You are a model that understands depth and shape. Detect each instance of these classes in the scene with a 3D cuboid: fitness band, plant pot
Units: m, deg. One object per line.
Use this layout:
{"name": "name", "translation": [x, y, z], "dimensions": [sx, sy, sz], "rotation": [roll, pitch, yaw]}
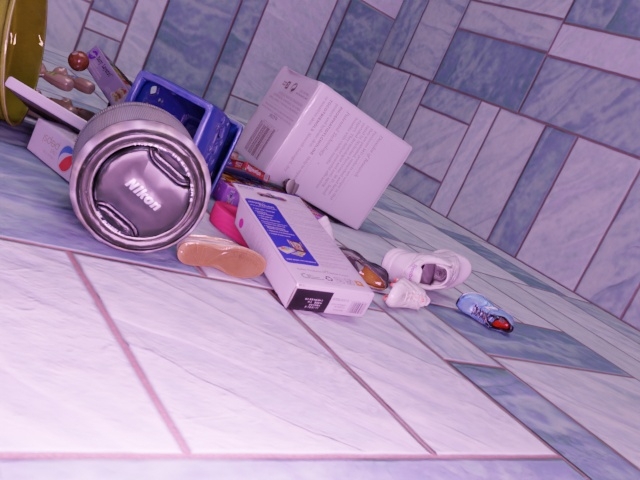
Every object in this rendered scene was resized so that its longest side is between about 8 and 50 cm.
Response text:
{"name": "fitness band", "translation": [-0.117, -0.012, 1.554], "dimensions": [0.291, 0.054, 0.209], "rotation": [30, 16, 28]}
{"name": "plant pot", "translation": [-0.342, -0.245, 1.693], "dimensions": [0.236, 0.236, 0.212], "rotation": [28, 7, 21]}
{"name": "plant pot", "translation": [-0.822, -0.467, 1.511], "dimensions": [0.353, 0.366, 0.366], "rotation": [11, 15, -13]}

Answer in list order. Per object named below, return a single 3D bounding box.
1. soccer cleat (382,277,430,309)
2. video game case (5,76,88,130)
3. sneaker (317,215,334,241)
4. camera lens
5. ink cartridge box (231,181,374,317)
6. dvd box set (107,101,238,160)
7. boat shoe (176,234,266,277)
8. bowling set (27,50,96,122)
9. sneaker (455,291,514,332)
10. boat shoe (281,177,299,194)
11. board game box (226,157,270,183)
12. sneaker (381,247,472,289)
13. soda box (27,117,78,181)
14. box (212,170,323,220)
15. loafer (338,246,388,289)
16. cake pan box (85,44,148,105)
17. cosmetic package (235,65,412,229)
{"name": "soccer cleat", "translation": [0.198, 0.123, 1.549], "dimensions": [0.076, 0.068, 0.196], "rotation": [32, 11, 19]}
{"name": "video game case", "translation": [-0.583, -0.274, 1.562], "dimensions": [0.204, 0.025, 0.285], "rotation": [31, -7, -11]}
{"name": "sneaker", "translation": [0.000, 0.000, 1.702], "dimensions": [0.094, 0.080, 0.212], "rotation": [61, -4, 0]}
{"name": "camera lens", "translation": [-0.313, -0.117, 1.192], "dimensions": [0.219, 0.219, 0.274], "rotation": [19, 13, -23]}
{"name": "ink cartridge box", "translation": [-0.053, 0.010, 1.373], "dimensions": [0.176, 0.069, 0.371], "rotation": [10, 30, -34]}
{"name": "dvd box set", "translation": [-0.497, -0.369, 2.316], "dimensions": [0.420, 0.062, 0.307], "rotation": [19, 14, -22]}
{"name": "boat shoe", "translation": [-0.178, 0.021, 1.244], "dimensions": [0.170, 0.063, 0.059], "rotation": [17, 20, -30]}
{"name": "bowling set", "translation": [-0.701, -0.426, 1.857], "dimensions": [0.154, 0.200, 0.287], "rotation": [26, 8, 11]}
{"name": "sneaker", "translation": [0.416, 0.181, 1.730], "dimensions": [0.162, 0.063, 0.073], "rotation": [24, 15, -2]}
{"name": "boat shoe", "translation": [-0.091, -0.156, 1.956], "dimensions": [0.038, 0.046, 0.125], "rotation": [24, 6, 8]}
{"name": "board game box", "translation": [-0.292, -0.214, 1.916], "dimensions": [0.281, 0.027, 0.145], "rotation": [15, -5, 22]}
{"name": "sneaker", "translation": [0.296, 0.088, 1.750], "dimensions": [0.305, 0.114, 0.152], "rotation": [2, 12, -40]}
{"name": "soda box", "translation": [-0.506, -0.173, 1.410], "dimensions": [0.216, 0.074, 0.069], "rotation": [33, 13, 34]}
{"name": "box", "translation": [-0.154, -0.107, 1.863], "dimensions": [0.293, 0.057, 0.201], "rotation": [18, 13, -29]}
{"name": "loafer", "translation": [0.083, 0.064, 1.588], "dimensions": [0.170, 0.062, 0.061], "rotation": [21, 17, -9]}
{"name": "cake pan box", "translation": [-0.548, -0.401, 1.979], "dimensions": [0.267, 0.070, 0.246], "rotation": [52, -1, 30]}
{"name": "cosmetic package", "translation": [0.000, -0.299, 2.226], "dimensions": [0.394, 0.327, 0.329], "rotation": [28, 8, -33]}
